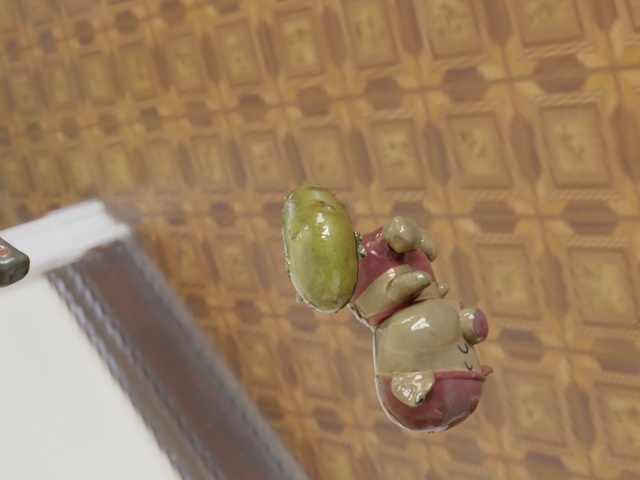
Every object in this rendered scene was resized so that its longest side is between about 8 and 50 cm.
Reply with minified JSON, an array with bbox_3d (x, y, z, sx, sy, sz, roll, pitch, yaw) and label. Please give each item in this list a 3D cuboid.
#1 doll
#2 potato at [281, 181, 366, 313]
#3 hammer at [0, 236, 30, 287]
[{"bbox_3d":[0.119,0.104,1.715,0.152,0.196,0.256,-32,72,41],"label":"doll"},{"bbox_3d":[0.000,0.000,1.503,0.188,0.085,0.105,-109,19,-64],"label":"potato"},{"bbox_3d":[-0.318,-0.062,1.044,0.288,0.111,0.033,41,139,20],"label":"hammer"}]
